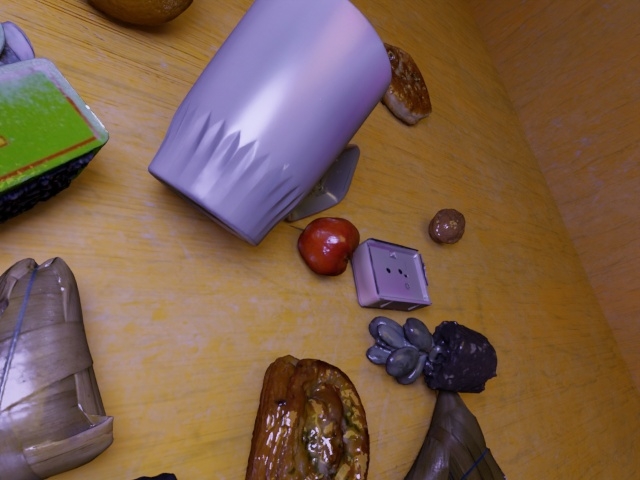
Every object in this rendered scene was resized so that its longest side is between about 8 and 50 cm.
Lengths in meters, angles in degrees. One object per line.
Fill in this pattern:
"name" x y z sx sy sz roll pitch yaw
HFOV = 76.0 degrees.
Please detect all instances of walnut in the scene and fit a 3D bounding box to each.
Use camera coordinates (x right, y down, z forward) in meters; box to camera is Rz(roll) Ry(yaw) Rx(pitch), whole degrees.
"walnut" 0.368 -0.040 1.194 0.124 0.105 0.105 -32 90 -34

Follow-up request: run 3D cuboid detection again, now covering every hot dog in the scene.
"hot dog" -0.024 0.310 0.604 0.196 0.122 0.273 32 47 -27

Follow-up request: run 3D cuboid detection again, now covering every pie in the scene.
"pie" 0.268 -0.550 1.408 0.314 0.092 0.316 21 55 -34

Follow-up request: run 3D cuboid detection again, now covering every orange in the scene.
"orange" -0.324 -0.500 0.718 0.236 0.236 0.237 23 53 -33

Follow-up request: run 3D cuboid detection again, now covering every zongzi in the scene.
"zongzi" 0.219 0.398 0.803 0.259 0.123 0.289 10 45 -33
"zongzi" -0.361 0.145 0.399 0.255 0.115 0.228 -11 71 -35

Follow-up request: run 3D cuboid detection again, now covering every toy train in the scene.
"toy train" -0.428 -0.127 0.447 0.249 0.173 0.307 56 41 -16

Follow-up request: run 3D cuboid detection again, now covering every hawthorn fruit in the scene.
"hawthorn fruit" 0.014 0.004 0.817 0.125 0.125 0.140 -33 93 -48

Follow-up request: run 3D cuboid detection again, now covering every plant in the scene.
"plant" 0.228 0.238 0.874 0.274 0.149 0.146 14 12 -19

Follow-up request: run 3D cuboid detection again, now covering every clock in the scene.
"clock" 0.165 0.086 0.948 0.191 0.071 0.147 12 59 -39

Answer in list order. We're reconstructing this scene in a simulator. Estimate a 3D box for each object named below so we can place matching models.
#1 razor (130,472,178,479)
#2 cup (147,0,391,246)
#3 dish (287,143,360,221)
"razor" -0.177 0.420 0.400 0.189 0.107 0.327 -11 74 -46
"cup" -0.076 -0.194 0.659 0.253 0.253 0.372 37 81 -22
"dish" -0.001 -0.143 0.896 0.064 0.154 0.234 33 34 26
